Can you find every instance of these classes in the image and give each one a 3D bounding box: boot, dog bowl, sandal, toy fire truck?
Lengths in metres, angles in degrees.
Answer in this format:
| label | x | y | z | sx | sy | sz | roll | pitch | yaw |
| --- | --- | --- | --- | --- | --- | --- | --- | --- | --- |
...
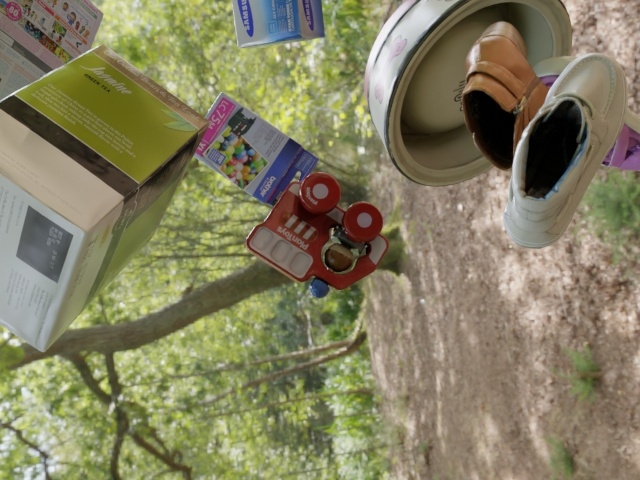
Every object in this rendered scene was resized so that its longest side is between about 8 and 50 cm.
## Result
| label | x | y | z | sx | sy | sz | roll | pitch | yaw |
| --- | --- | --- | --- | --- | --- | --- | --- | --- | --- |
| boot | 0.302 | -0.166 | 0.912 | 0.283 | 0.109 | 0.220 | 53 | -141 | -23 |
| boot | 0.272 | -0.121 | 0.676 | 0.258 | 0.095 | 0.123 | -65 | -20 | -15 |
| dog bowl | 0.263 | -0.311 | 1.198 | 0.150 | 0.407 | 0.408 | 54 | 158 | 40 |
| sandal | 0.507 | -0.204 | 1.196 | 0.169 | 0.416 | 0.102 | 10 | 77 | 51 |
| toy fire truck | 0.000 | 0.000 | 1.546 | 0.254 | 0.302 | 0.169 | -57 | 3 | -15 |

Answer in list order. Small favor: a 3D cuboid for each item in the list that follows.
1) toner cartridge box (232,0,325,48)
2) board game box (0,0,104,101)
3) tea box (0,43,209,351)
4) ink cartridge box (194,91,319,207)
| label | x | y | z | sx | sy | sz | roll | pitch | yaw |
| --- | --- | --- | --- | --- | --- | --- | --- | --- | --- |
| toner cartridge box | -0.093 | -0.541 | 1.153 | 0.165 | 0.075 | 0.348 | 5 | 107 | 39 |
| board game box | -0.587 | -0.395 | 1.258 | 0.224 | 0.097 | 0.304 | 43 | -120 | -60 |
| tea box | -0.386 | -0.067 | 0.988 | 0.329 | 0.220 | 0.324 | -51 | 4 | 41 |
| ink cartridge box | -0.180 | -0.228 | 1.662 | 0.186 | 0.311 | 0.065 | -56 | -1 | 4 |
